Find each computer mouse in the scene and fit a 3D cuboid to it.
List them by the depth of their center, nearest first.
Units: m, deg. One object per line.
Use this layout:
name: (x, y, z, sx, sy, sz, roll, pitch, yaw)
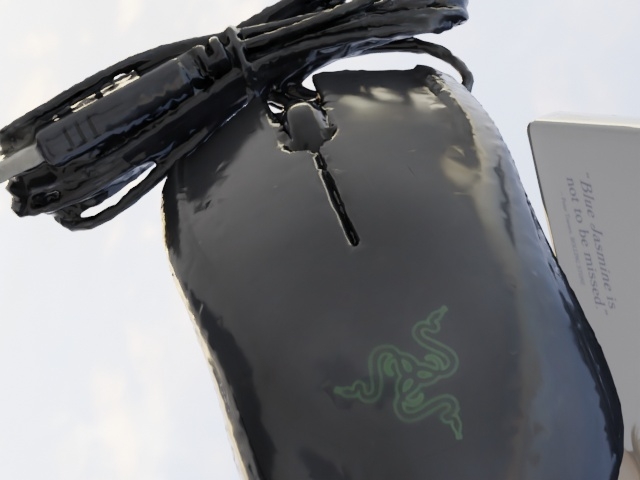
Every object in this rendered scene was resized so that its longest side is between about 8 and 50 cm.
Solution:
computer mouse: (0.000, 0.000, 0.642, 0.188, 0.072, 0.272, -25, -133, -4)

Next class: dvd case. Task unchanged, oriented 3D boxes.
dvd case: (0.173, 0.043, 0.765, 0.253, 0.022, 0.180, 11, -62, 62)
